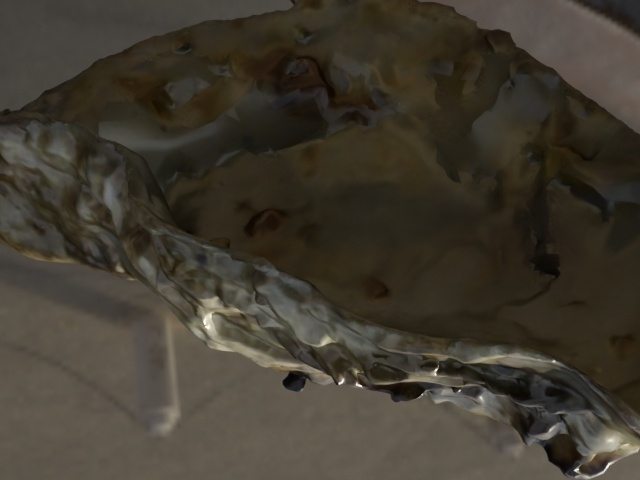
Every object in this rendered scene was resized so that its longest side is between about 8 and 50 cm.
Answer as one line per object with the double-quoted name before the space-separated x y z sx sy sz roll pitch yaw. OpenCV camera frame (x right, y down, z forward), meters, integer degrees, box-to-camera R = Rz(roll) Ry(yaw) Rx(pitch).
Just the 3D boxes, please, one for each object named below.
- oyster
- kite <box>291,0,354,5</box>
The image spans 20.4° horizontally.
"oyster" 0.003 -0.017 0.728 0.396 0.204 0.111 19 133 29
"kite" 0.026 -0.173 1.068 0.157 0.139 0.011 6 170 10
